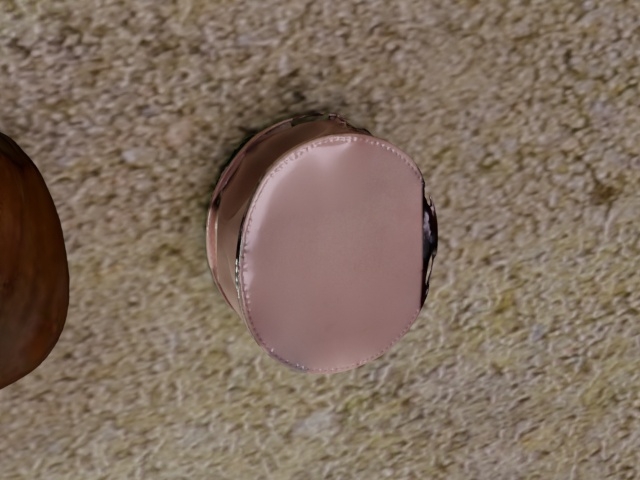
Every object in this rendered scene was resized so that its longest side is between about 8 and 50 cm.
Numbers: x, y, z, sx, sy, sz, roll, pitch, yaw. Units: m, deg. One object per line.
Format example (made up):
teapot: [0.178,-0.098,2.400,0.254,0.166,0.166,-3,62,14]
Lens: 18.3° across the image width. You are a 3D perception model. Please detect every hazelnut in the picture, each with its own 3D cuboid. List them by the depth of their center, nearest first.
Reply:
hazelnut: [-0.272,0.007,1.389,0.210,0.210,0.186,5,112,-26]

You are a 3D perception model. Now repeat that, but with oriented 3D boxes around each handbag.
handbag: [-0.001,0.000,1.553,0.179,0.116,0.205,-9,113,-22]
